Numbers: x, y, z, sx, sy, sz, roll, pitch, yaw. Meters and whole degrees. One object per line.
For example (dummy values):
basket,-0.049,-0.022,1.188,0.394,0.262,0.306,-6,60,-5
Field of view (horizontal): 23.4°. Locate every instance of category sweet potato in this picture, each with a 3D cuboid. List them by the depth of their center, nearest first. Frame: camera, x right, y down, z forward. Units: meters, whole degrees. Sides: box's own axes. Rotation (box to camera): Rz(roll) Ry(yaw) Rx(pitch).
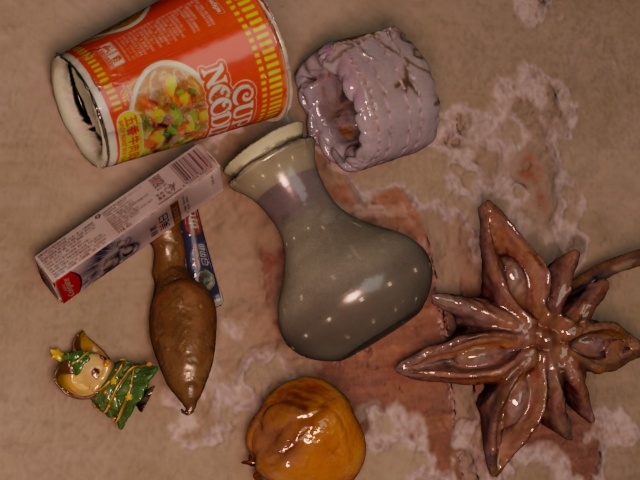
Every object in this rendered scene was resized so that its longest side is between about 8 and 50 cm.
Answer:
sweet potato,-0.150,0.067,1.653,0.075,0.075,0.269,3,63,-27

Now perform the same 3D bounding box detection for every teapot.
teapot,0.000,0.000,1.698,0.183,0.183,0.251,-28,82,-30

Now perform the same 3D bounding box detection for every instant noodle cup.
instant noodle cup,-0.167,-0.177,1.648,0.212,0.193,0.193,-26,91,-22

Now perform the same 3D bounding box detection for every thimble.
thimble,0.054,-0.162,1.778,0.118,0.127,0.151,-20,83,-31

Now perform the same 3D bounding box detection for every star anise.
star anise,0.254,0.113,1.836,0.292,0.109,0.349,33,76,-26

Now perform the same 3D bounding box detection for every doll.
doll,-0.230,0.150,1.607,0.113,0.076,0.078,16,41,6

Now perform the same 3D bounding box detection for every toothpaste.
toothpaste,-0.137,0.008,1.700,0.037,0.021,0.140,-11,86,-28

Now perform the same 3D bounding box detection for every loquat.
loquat,-0.018,0.219,1.669,0.137,0.113,0.137,-9,108,-28

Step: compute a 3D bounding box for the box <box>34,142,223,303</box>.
box,-0.199,-0.019,1.624,0.218,0.055,0.039,-37,67,-16
